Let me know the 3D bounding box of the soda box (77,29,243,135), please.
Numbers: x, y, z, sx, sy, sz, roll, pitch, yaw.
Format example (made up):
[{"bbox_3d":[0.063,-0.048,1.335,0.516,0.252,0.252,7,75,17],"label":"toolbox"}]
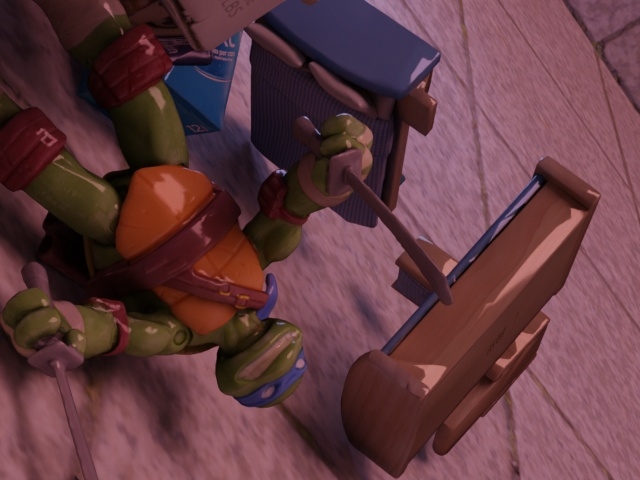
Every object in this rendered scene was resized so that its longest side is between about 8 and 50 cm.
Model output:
[{"bbox_3d":[-0.090,-0.173,1.281,0.067,0.071,0.210,40,53,-48],"label":"soda box"}]

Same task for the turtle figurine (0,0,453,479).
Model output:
[{"bbox_3d":[-0.079,-0.024,1.004,0.266,0.198,0.274,52,13,-6],"label":"turtle figurine"}]

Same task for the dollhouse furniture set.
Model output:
[{"bbox_3d":[0.000,0.000,1.391,0.303,0.198,0.286,38,-25,15],"label":"dollhouse furniture set"}]

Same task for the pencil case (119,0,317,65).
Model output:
[{"bbox_3d":[-0.141,-0.295,1.219,0.183,0.160,0.410,29,24,-51],"label":"pencil case"}]

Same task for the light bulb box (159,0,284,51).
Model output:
[{"bbox_3d":[-0.100,-0.339,0.883,0.361,0.225,0.358,55,-1,25],"label":"light bulb box"}]
